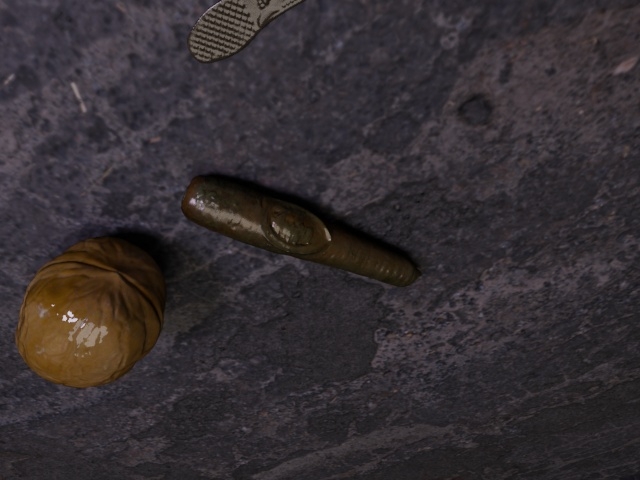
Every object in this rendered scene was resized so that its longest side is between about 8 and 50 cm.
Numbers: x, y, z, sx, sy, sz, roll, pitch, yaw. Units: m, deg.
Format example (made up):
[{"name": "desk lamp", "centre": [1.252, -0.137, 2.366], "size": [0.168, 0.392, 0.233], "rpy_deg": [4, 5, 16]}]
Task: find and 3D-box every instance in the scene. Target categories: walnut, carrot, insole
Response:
[{"name": "walnut", "centre": [-0.275, 0.092, 0.554], "size": [0.165, 0.165, 0.197], "rpy_deg": [20, 126, -22]}, {"name": "carrot", "centre": [-0.001, 0.001, 0.564], "size": [0.342, 0.070, 0.070], "rpy_deg": [20, 129, -24]}, {"name": "insole", "centre": [-0.063, -0.201, 0.405], "size": [0.135, 0.002, 0.045], "rpy_deg": [-24, 131, 17]}]
